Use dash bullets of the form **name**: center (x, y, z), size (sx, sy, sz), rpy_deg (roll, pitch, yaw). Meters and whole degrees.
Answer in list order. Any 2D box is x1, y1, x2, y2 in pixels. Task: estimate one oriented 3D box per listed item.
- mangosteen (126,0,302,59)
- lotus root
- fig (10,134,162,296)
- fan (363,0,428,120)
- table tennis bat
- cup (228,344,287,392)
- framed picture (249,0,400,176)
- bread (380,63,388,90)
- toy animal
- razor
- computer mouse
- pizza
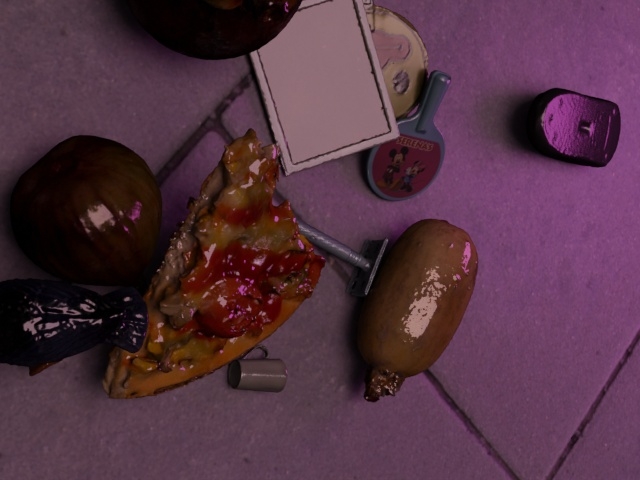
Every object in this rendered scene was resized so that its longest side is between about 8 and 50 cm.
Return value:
- **mangosteen**: center (-0.153, -0.411, 1.637), size (0.297, 0.293, 0.297), rpy_deg (1, 101, 4)
- **lotus root**: center (0.159, 0.122, 1.923), size (0.169, 0.151, 0.343), rpy_deg (36, 71, -30)
- **fig**: center (-0.292, 0.004, 1.616), size (0.217, 0.217, 0.321), rpy_deg (-55, 135, -21)
- **fan**: center (0.076, -0.331, 1.891), size (0.229, 0.011, 0.335), rpy_deg (-6, 104, -16)
- **table tennis bat**: center (0.164, -0.180, 1.947), size (0.153, 0.040, 0.244), rpy_deg (12, 110, -32)
- **cup**: center (-0.101, 0.207, 1.809), size (0.083, 0.054, 0.075), rpy_deg (7, 87, -31)
- **framed picture**: center (0.001, -0.266, 1.858), size (0.217, 0.017, 0.274), rpy_deg (-17, 102, -11)
- **bread**: center (0.095, -0.317, 1.942), size (0.074, 0.053, 0.132), rpy_deg (-42, 112, -22)
- **toy animal**: center (-0.388, 0.117, 1.517), size (0.298, 0.185, 0.122), rpy_deg (-4, 70, 8)
- **razor**: center (0.000, 0.000, 1.878), size (0.232, 0.068, 0.106), rpy_deg (28, 74, -25)
- **computer mouse**: center (0.477, -0.222, 2.174), size (0.269, 0.086, 0.138), rpy_deg (6, 95, -41)
- **pizza**: center (-0.126, 0.034, 1.638), size (0.440, 0.130, 0.406), rpy_deg (-32, 145, -40)
